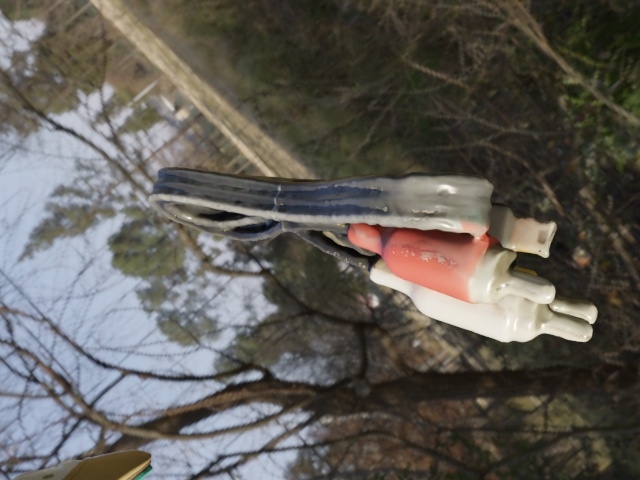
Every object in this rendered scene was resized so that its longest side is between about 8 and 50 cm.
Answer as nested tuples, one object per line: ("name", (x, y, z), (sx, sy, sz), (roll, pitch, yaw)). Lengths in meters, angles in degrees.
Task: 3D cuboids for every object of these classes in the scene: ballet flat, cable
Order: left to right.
("ballet flat", (-0.231, 0.218, 0.649), (0.073, 0.232, 0.080), (49, 148, 3))
("cable", (0.000, 0.000, 0.469), (0.287, 0.072, 0.139), (7, 170, 29))
